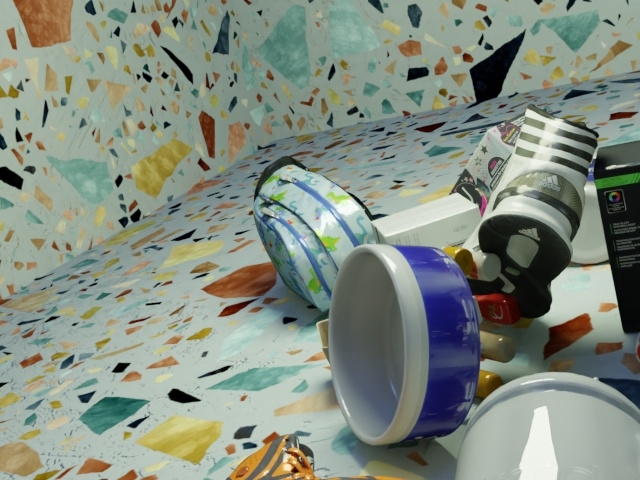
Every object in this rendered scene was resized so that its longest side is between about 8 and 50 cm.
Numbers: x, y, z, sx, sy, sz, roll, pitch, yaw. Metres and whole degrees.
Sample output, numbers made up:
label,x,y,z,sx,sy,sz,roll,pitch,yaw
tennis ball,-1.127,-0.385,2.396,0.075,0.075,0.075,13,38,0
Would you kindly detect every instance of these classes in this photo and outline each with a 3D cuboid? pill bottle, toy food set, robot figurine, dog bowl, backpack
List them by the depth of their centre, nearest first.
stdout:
label,x,y,z,sx,sy,sz,roll,pitch,yaw
robot figurine,0.221,0.253,0.769,0.300,0.199,0.353,-38,7,24
dog bowl,0.104,0.137,1.127,0.104,0.264,0.265,0,11,-20
toy food set,0.207,0.103,1.203,0.111,0.232,0.105,-31,21,-29
pill bottle,0.525,-0.071,1.610,0.153,0.153,0.265,-8,18,27
backpack,0.000,0.000,1.735,0.273,0.290,0.356,-36,31,-28

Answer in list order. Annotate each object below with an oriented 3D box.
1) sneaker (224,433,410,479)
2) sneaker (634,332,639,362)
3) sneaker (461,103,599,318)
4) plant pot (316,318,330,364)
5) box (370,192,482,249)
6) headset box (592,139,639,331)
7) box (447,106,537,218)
label,x,y,z,sx,sy,sz,roll,pitch,yaw
sneaker,-0.005,0.295,0.988,0.321,0.124,0.180,-11,18,19
sneaker,0.545,0.124,1.074,0.270,0.090,0.145,-6,21,43
sneaker,0.332,-0.044,1.294,0.257,0.169,0.447,-62,-8,-16
plant pot,0.062,0.178,1.348,0.109,0.096,0.109,-17,17,0
box,0.209,0.031,1.532,0.182,0.180,0.119,-18,16,-4
headset box,0.547,-0.029,1.222,0.247,0.282,0.131,-8,18,24
box,0.384,-0.126,1.721,0.163,0.142,0.247,-28,-24,-33
